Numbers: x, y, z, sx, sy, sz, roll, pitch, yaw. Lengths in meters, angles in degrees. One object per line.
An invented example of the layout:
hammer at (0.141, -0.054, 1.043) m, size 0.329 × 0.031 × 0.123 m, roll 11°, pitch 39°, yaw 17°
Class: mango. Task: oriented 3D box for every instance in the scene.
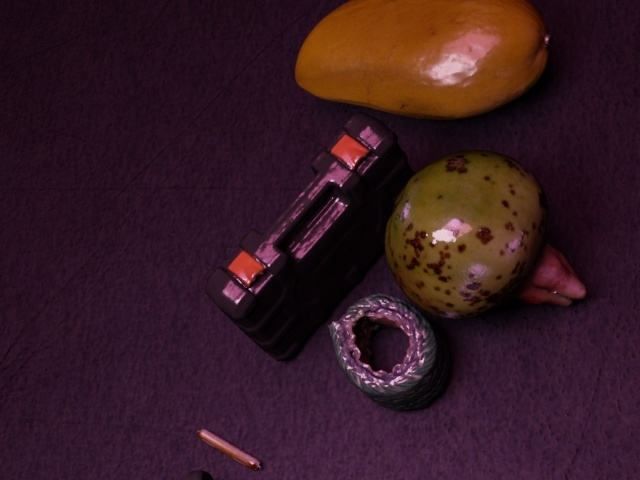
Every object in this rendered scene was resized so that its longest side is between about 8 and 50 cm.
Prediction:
mango at (0.136, -0.252, 1.674) m, size 0.331 × 0.142 × 0.195 m, roll 11°, pitch 65°, yaw 27°

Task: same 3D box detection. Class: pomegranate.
pomegranate at (0.199, 0.006, 1.510) m, size 0.248 × 0.214 × 0.214 m, roll 26°, pitch 74°, yaw -7°

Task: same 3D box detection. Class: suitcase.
suitcase at (0.000, 0.000, 1.561) m, size 0.066 × 0.206 × 0.285 m, roll 38°, pitch 83°, yaw 27°

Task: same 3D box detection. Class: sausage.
sausage at (-0.112, 0.254, 1.590) m, size 0.100 × 0.015 × 0.015 m, roll 24°, pitch 76°, yaw 29°

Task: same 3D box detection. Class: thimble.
thimble at (0.084, 0.130, 1.535) m, size 0.118 × 0.090 × 0.135 m, roll -38°, pitch 58°, yaw 1°

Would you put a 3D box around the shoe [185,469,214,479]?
shoe at (-0.159, 0.383, 1.492) m, size 0.093 × 0.108 × 0.241 m, roll -11°, pitch 66°, yaw 11°
